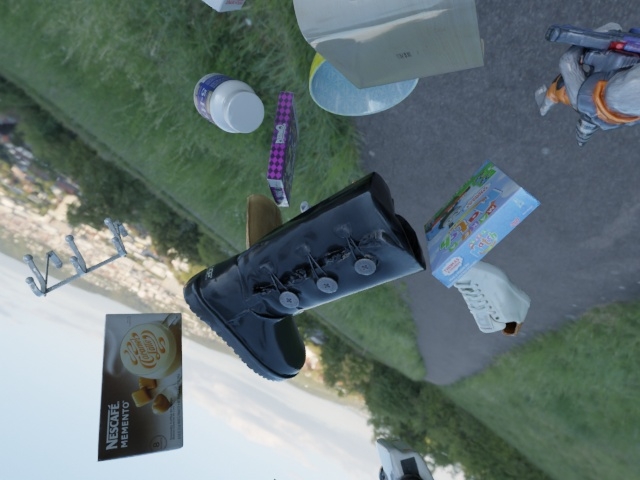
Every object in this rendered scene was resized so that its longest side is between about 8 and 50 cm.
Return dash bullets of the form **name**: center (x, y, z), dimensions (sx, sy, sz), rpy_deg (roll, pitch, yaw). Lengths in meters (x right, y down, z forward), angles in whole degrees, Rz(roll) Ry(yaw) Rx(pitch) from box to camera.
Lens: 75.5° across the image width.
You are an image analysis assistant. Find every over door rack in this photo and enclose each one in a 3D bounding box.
- **over door rack**: center (-0.690, 0.023, 1.184), dimensions (0.324, 0.239, 0.108), rpy_deg (27, 142, 62)

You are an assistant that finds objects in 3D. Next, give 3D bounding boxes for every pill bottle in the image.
- **pill bottle**: center (-0.202, -0.303, 0.922), dimensions (0.112, 0.112, 0.186), rpy_deg (43, 177, -42)

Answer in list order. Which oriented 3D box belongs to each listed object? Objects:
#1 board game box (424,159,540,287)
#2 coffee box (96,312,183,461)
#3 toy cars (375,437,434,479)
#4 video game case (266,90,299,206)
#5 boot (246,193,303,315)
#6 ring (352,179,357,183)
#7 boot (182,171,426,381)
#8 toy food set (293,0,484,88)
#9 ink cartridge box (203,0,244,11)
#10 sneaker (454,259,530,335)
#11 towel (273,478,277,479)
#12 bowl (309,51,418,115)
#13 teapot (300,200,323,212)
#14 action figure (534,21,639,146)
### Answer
- **board game box**: center (0.231, -0.036, 0.633), dimensions (0.039, 0.160, 0.211), rpy_deg (38, -158, -5)
- **coffee box**: center (-0.338, 0.269, 0.780), dimensions (0.141, 0.247, 0.098), rpy_deg (5, 152, -27)
- **toy cars**: center (0.149, 0.366, 0.367), dimensions (0.394, 0.087, 0.177), rpy_deg (-113, 14, -55)
- **video game case**: center (-0.094, -0.229, 1.082), dimensions (0.041, 0.233, 0.210), rpy_deg (6, 167, 3)
- **boot**: center (-0.119, 0.039, 1.111), dimensions (0.089, 0.270, 0.236), rpy_deg (-19, 138, 18)
- **ring**: center (0.139, -0.039, 1.419), dimensions (0.032, 0.337, 0.337), rpy_deg (-4, 160, -1)
- **boot**: center (0.007, 0.107, 0.846), dimensions (0.444, 0.146, 0.367), rpy_deg (-29, 127, 18)
- **toy food set**: center (0.122, -0.322, 0.619), dimensions (0.219, 0.093, 0.306), rpy_deg (-1, -179, 25)
- **ink cartridge box**: center (-0.266, -0.807, 1.119), dimensions (0.197, 0.198, 0.270), rpy_deg (34, 121, -11)
- **sneaker**: center (0.372, 0.133, 0.928), dimensions (0.290, 0.123, 0.105), rpy_deg (30, 161, -25)
- **towel**: center (-0.097, 0.495, 0.781), dimensions (0.009, 0.083, 0.060), rpy_deg (21, 155, 50)
- **bowl**: center (0.106, -0.476, 1.091), dimensions (0.288, 0.156, 0.289), rpy_deg (-5, 164, -1)
- **teapot**: center (0.000, 0.000, 1.259), dimensions (0.186, 0.257, 0.252), rpy_deg (-7, -172, -13)
- **action figure**: center (0.522, -0.232, 0.678), dimensions (0.340, 0.179, 0.330), rpy_deg (20, -160, 19)
